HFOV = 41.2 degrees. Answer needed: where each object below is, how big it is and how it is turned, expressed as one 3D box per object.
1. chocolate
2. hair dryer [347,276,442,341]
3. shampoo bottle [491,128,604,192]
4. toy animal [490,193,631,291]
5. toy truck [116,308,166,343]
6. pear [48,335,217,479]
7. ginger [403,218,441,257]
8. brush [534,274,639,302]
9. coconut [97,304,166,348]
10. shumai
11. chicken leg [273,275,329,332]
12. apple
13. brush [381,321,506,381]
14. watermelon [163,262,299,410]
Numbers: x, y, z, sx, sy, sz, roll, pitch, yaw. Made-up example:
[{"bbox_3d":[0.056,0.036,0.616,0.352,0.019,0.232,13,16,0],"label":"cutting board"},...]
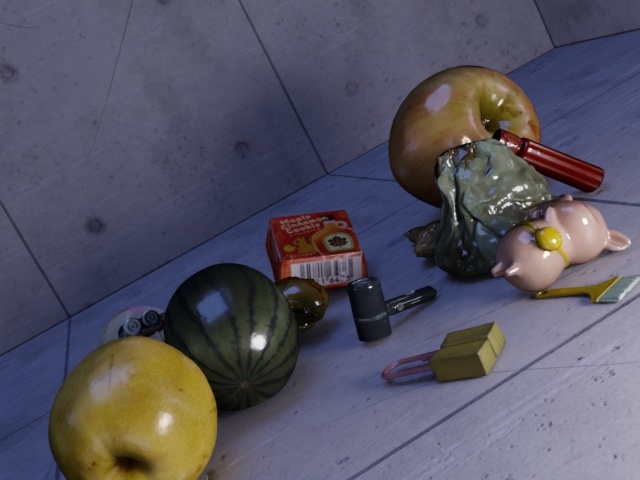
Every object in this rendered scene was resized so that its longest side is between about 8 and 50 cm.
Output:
[{"bbox_3d":[-0.014,0.024,2.196,0.237,0.108,0.235,-8,35,-8],"label":"chocolate"},{"bbox_3d":[0.164,0.123,1.781,0.219,0.124,0.071,-15,9,-24],"label":"hair dryer"},{"bbox_3d":[0.514,-0.184,1.951,0.102,0.260,0.064,-159,89,-78],"label":"shampoo bottle"},{"bbox_3d":[0.426,0.007,1.584,0.248,0.149,0.165,-21,19,-21],"label":"toy animal"},{"bbox_3d":[-0.368,0.222,2.008,0.270,0.135,0.114,-26,-5,-28],"label":"toy truck"},{"bbox_3d":[-0.329,0.325,1.523,0.314,0.314,0.314,-26,13,6],"label":"pear"},{"bbox_3d":[0.270,-0.005,2.127,0.131,0.086,0.294,-40,6,-5],"label":"ginger"},{"bbox_3d":[0.458,0.089,1.498,0.083,0.011,0.205,-35,14,-33],"label":"brush"},{"bbox_3d":[-0.445,0.274,2.147,0.227,0.227,0.230,-33,8,-25],"label":"coconut"},{"bbox_3d":[0.358,-0.088,1.842,0.309,0.263,0.304,-27,11,1],"label":"shumai"},{"bbox_3d":[-0.135,0.190,2.027,0.361,0.140,0.211,-29,-1,24],"label":"chicken leg"},{"bbox_3d":[0.373,-0.264,2.284,0.391,0.391,0.346,-36,-3,-34],"label":"apple"},{"bbox_3d":[0.200,0.206,1.481,0.233,0.047,0.103,-18,16,38],"label":"brush"},{"bbox_3d":[-0.188,0.191,1.771,0.279,0.279,0.359,-29,36,-5],"label":"watermelon"}]
